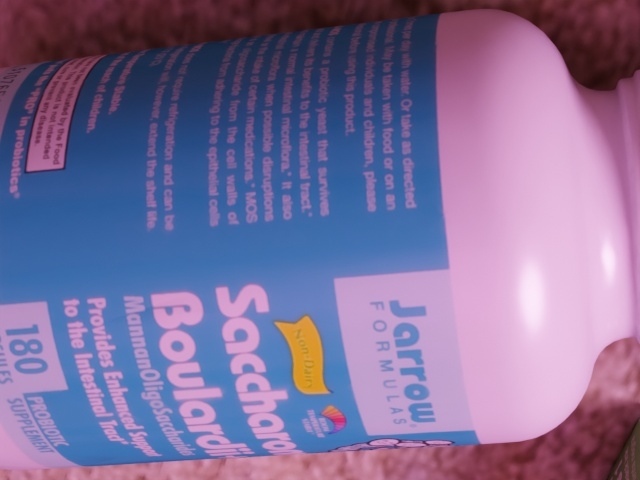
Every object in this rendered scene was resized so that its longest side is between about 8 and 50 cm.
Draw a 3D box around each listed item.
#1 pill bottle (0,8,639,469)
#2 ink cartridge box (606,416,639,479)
[{"bbox_3d":[0.000,0.000,0.441,0.264,0.146,0.146,-6,120,12],"label":"pill bottle"},{"bbox_3d":[0.175,0.204,0.568,0.160,0.092,0.219,18,122,-2],"label":"ink cartridge box"}]
